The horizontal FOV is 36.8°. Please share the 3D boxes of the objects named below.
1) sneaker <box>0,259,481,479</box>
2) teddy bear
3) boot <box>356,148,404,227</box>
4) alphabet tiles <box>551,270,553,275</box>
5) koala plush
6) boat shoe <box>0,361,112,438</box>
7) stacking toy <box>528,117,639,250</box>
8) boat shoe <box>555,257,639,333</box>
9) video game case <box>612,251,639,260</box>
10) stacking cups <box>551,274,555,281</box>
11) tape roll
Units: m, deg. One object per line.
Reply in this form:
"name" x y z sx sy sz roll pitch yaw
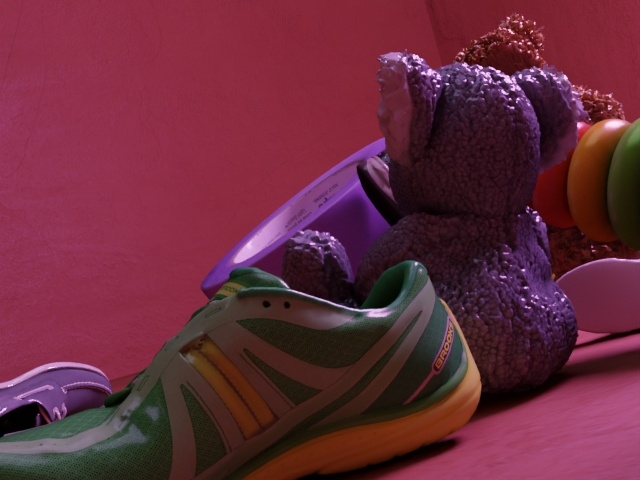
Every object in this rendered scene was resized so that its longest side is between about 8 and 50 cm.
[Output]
"sneaker" -0.054 0.081 0.520 0.296 0.123 0.109 -14 -2 -27
"teddy bear" 0.245 -0.079 1.060 0.338 0.245 0.113 31 1 -21
"boot" 0.170 -0.035 0.900 0.179 0.236 0.085 -39 -18 -8
"alphabet tiles" 0.213 0.047 1.255 0.285 0.011 0.342 -13 -24 -20
"koala plush" 0.100 -0.022 0.684 0.196 0.221 0.203 3 11 -28
"boat shoe" -0.393 0.240 1.275 0.099 0.116 0.319 35 20 31
"stacking toy" 0.245 -0.044 0.739 0.330 0.141 0.141 10 14 40
"boat shoe" 0.289 0.042 0.834 0.184 0.066 0.063 -17 -17 5
"video game case" 0.400 0.010 1.256 0.087 0.122 0.011 -18 30 55
"stacking cups" 0.450 0.025 1.699 0.316 0.096 0.096 -14 -3 -15
"tape roll" 0.000 0.000 1.073 0.275 0.090 0.275 -38 10 8
